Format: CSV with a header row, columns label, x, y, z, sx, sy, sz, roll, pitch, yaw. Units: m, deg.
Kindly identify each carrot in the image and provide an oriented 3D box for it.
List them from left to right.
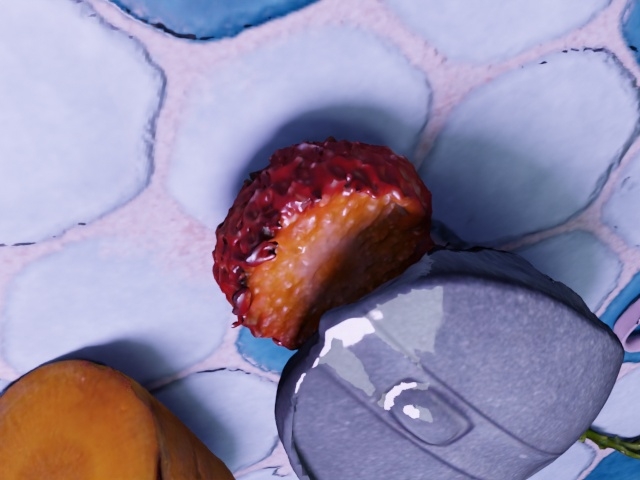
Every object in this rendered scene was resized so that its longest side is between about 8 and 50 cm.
label,x,y,z,sx,sy,sz,roll,pitch,yaw
carrot,-0.127,0.194,0.646,0.159,0.159,0.225,-32,148,12

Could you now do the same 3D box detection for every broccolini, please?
label,x,y,z,sx,sy,sz,roll,pitch,yaw
broccolini,0.334,0.226,0.941,0.194,0.054,0.052,11,149,-29

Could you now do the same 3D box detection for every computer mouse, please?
label,x,y,z,sx,sy,sz,roll,pitch,yaw
computer mouse,0.109,0.107,0.586,0.203,0.114,0.374,-38,155,18

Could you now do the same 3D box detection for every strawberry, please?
label,x,y,z,sx,sy,sz,roll,pitch,yaw
strawberry,0.000,0.000,0.515,0.145,0.086,0.145,-16,145,-12

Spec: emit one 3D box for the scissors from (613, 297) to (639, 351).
label,x,y,z,sx,sy,sz,roll,pitch,yaw
scissors,0.333,0.014,0.715,0.118,0.031,0.242,-8,140,-17
